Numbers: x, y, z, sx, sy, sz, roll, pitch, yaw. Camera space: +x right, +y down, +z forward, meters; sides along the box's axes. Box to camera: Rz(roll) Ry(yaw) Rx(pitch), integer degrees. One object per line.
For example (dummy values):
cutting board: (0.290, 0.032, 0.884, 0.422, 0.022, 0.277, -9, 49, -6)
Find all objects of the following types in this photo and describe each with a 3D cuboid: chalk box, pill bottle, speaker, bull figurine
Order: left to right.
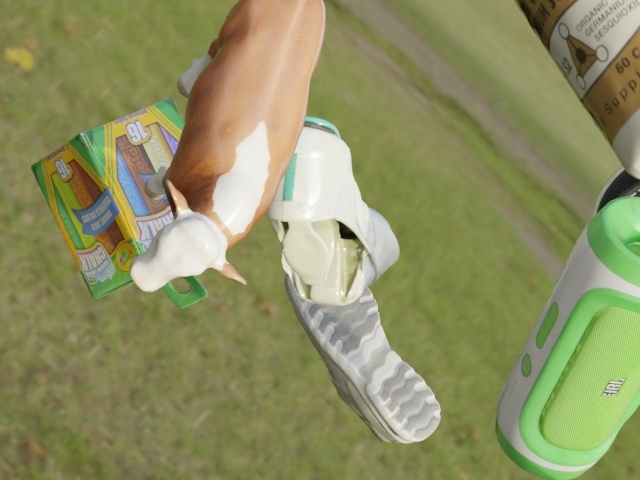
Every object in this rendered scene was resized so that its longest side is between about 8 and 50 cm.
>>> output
chalk box: (-0.263, -0.031, 2.236, 0.179, 0.180, 0.289, -25, 90, -39)
bull figurine: (-0.081, -0.082, 1.295, 0.101, 0.310, 0.188, 29, -17, -18)
speaker: (0.273, 0.103, 1.498, 0.131, 0.296, 0.131, 12, 39, -10)
pill bottle: (0.162, -0.158, 0.807, 0.229, 0.131, 0.131, 60, 15, 15)

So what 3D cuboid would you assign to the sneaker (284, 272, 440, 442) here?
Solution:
sneaker: (0.031, 0.148, 1.938, 0.105, 0.115, 0.281, -29, 85, -35)

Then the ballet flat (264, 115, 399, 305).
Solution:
ballet flat: (0.000, 0.000, 1.683, 0.139, 0.139, 0.400, 48, -6, 23)

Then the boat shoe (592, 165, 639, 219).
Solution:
boat shoe: (0.504, -0.052, 1.604, 0.156, 0.500, 0.187, -35, 109, -50)
